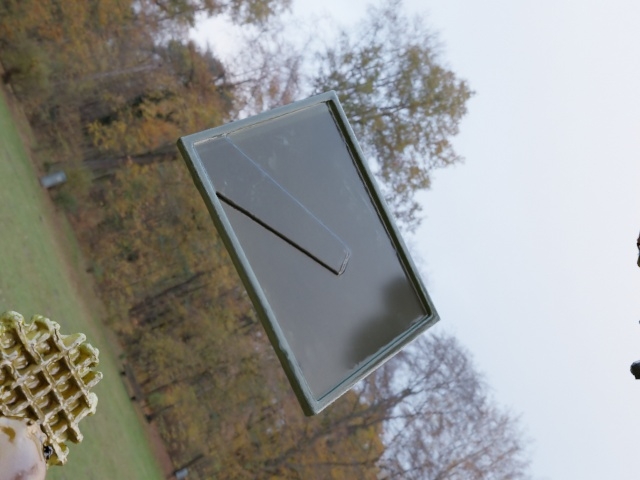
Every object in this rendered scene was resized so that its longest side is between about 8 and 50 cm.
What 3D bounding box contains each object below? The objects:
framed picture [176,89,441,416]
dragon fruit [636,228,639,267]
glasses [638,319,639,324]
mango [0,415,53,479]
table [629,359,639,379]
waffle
[{"bbox_3d":[0.000,0.000,1.004,0.028,0.326,0.446,-22,-86,51],"label":"framed picture"},{"bbox_3d":[0.590,-0.008,1.045,0.166,0.136,0.133,106,-30,-42],"label":"dragon fruit"},{"bbox_3d":[0.528,0.225,0.893,0.088,0.190,0.220,-52,-154,22],"label":"glasses"},{"bbox_3d":[-0.271,0.193,0.495,0.077,0.127,0.063,48,-49,4],"label":"mango"},{"bbox_3d":[0.384,0.040,0.449,0.317,0.249,0.317,-8,90,-87],"label":"table"},{"bbox_3d":[-0.311,0.165,0.657,0.038,0.191,0.191,7,-58,41],"label":"waffle"}]
